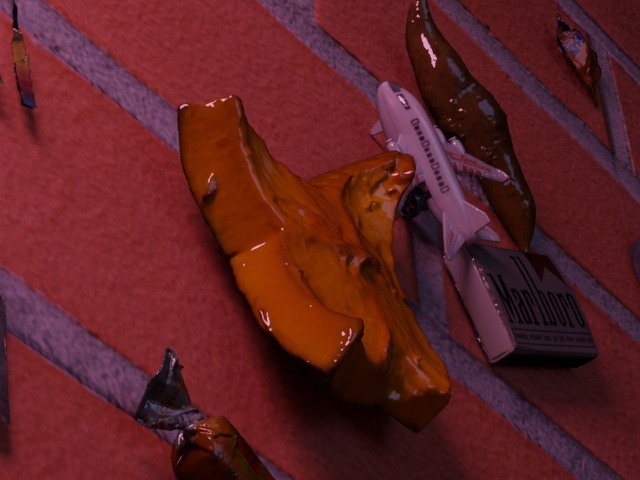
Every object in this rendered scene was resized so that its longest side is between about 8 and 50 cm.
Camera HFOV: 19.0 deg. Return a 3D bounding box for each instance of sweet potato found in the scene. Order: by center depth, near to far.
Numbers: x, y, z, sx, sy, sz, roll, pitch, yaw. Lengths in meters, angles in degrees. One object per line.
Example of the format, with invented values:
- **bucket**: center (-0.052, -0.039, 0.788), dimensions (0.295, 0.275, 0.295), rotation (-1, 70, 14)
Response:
- **sweet potato**: center (0.150, -0.110, 1.865), dimensions (0.273, 0.067, 0.067), rotation (62, 26, 0)

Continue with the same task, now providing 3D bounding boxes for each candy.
- **candy**: center (-0.061, 0.151, 1.218), dimensions (0.182, 0.046, 0.053), rotation (55, 22, -15)

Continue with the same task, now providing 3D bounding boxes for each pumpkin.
- **pumpkin**: center (0.016, 0.020, 1.444), dimensions (0.290, 0.095, 0.258), rotation (18, 41, -57)

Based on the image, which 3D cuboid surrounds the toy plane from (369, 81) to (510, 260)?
- **toy plane**: center (0.095, -0.064, 1.700), dimensions (0.162, 0.065, 0.171), rotation (-18, 68, -47)

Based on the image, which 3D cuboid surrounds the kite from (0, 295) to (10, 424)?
- **kite**: center (-0.287, -0.009, 1.045), dimensions (0.310, 0.015, 0.169), rotation (30, 35, -44)

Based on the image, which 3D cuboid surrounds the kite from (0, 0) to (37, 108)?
- **kite**: center (-0.250, -0.204, 1.332), dimensions (0.152, 0.015, 0.285), rotation (27, 36, -41)

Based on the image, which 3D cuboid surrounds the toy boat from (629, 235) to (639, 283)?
- **toy boat**: center (0.420, 0.101, 2.077), dimensions (0.127, 0.078, 0.283), rotation (30, 37, -45)

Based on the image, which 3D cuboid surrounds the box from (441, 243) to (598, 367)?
- **box**: center (0.185, 0.061, 1.760), dimensions (0.177, 0.036, 0.115), rotation (7, 53, -57)

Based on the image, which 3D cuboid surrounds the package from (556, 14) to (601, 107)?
- **package**: center (0.313, -0.221, 2.308), dimensions (0.110, 0.033, 0.077), rotation (50, 16, -24)
